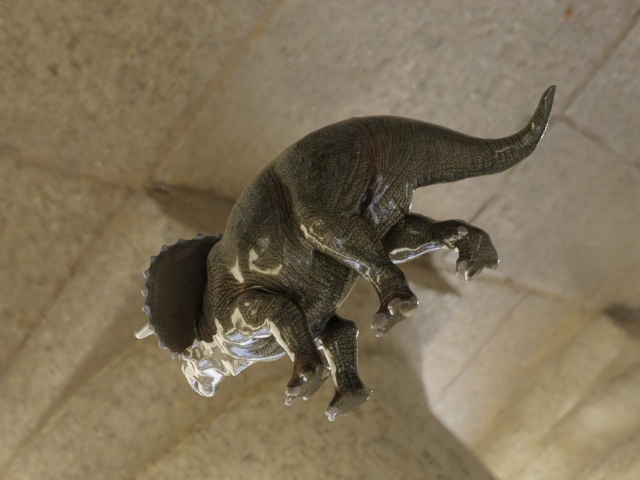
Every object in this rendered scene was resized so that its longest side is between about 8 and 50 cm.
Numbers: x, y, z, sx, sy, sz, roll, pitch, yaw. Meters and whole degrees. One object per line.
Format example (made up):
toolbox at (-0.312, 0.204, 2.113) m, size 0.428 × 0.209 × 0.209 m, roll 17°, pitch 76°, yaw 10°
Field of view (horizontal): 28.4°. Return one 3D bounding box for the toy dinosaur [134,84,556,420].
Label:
toy dinosaur at (0.000, 0.000, 0.754) m, size 0.313 × 0.160 × 0.121 m, roll -49°, pitch 153°, yaw 18°
